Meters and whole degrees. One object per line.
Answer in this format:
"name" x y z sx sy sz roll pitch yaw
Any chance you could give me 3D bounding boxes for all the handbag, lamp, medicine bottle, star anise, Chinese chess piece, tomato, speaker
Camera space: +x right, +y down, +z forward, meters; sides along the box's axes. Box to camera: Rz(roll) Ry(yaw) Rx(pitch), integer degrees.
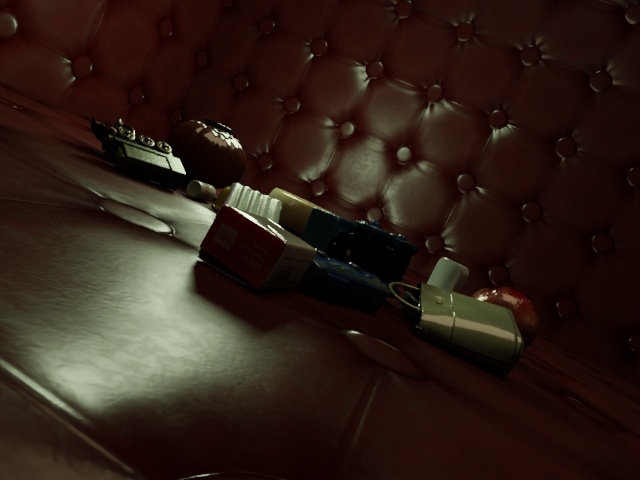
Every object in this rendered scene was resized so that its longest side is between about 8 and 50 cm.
"handbag" 0.297 0.186 1.065 0.315 0.110 0.241 18 20 6
"lamp" -0.426 -0.314 1.687 0.303 0.257 0.303 25 4 -2
"medicine bottle" 0.446 0.160 1.628 0.069 0.183 0.119 24 5 -39
"medicine bottle" -0.379 -0.157 1.441 0.057 0.057 0.089 27 5 16
"star anise" -0.602 -0.290 1.422 0.220 0.099 0.214 48 14 14
"Chinese chess piece" -0.083 -0.108 1.992 0.337 0.141 0.338 26 4 -2
"tomato" 0.533 0.229 1.339 0.208 0.185 0.208 27 5 -3
"speaker" 0.247 0.177 1.222 0.040 0.046 0.191 25 4 3

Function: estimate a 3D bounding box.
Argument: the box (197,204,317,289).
"box" -0.102 0.019 0.780 0.133 0.099 0.182 30 4 15

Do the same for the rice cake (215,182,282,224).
"rice cake" -0.196 -0.084 1.299 0.189 0.037 0.198 25 32 -5

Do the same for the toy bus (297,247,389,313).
"toy bus" 0.040 0.083 0.936 0.236 0.079 0.094 22 8 -40

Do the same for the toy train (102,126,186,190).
"toy train" -0.502 -0.232 1.291 0.225 0.090 0.137 13 40 -50

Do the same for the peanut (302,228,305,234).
"peanut" 0.000 0.000 1.669 0.152 0.076 0.076 30 3 -17

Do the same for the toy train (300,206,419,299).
"toy train" 0.100 0.032 1.225 0.265 0.188 0.300 24 4 40

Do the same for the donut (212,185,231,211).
"donut" -0.266 -0.118 1.453 0.141 0.085 0.217 25 7 -19
